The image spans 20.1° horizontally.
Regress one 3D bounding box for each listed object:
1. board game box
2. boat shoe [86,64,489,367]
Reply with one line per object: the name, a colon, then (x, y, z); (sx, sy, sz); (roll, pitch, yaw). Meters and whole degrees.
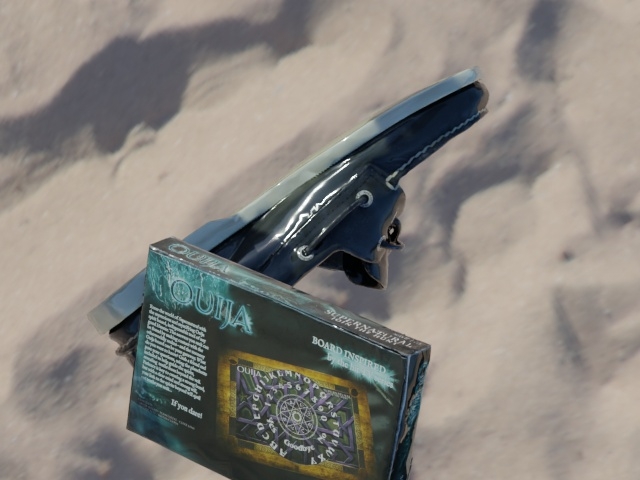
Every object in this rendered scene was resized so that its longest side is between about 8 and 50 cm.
board game box: (-0.028, 0.086, 1.046); (0.186, 0.126, 0.026); (22, 25, 29)
boat shoe: (0.000, 0.000, 1.313); (0.340, 0.127, 0.113); (-35, 91, -15)
